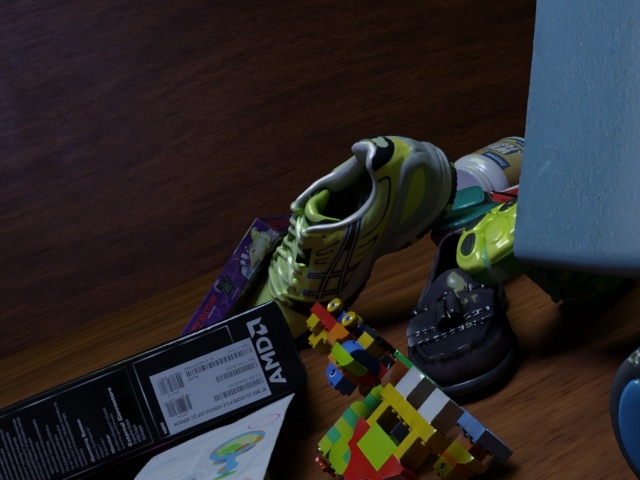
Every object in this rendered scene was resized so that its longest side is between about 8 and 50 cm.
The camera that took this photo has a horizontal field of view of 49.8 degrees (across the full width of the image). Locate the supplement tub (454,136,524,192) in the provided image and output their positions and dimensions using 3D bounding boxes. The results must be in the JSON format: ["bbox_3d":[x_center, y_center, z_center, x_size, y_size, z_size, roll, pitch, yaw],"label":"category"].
[{"bbox_3d":[0.341,-0.114,1.367,0.200,0.144,0.144,-26,7,-36],"label":"supplement tub"}]

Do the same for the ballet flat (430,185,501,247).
[{"bbox_3d":[0.226,-0.008,0.992,0.108,0.106,0.316,-16,8,19],"label":"ballet flat"}]

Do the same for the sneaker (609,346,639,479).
[{"bbox_3d":[0.301,0.031,0.280,0.341,0.125,0.140,-15,3,34],"label":"sneaker"}]

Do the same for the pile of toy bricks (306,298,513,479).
[{"bbox_3d":[0.037,0.133,0.506,0.105,0.118,0.212,-49,25,-2],"label":"pile of toy bricks"}]

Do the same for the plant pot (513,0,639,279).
[{"bbox_3d":[0.307,-0.083,0.448,0.248,0.247,0.252,2,6,-12],"label":"plant pot"}]

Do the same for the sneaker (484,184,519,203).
[{"bbox_3d":[0.323,-0.055,1.199,0.221,0.087,0.128,-24,5,-11],"label":"sneaker"}]

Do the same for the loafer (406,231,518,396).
[{"bbox_3d":[0.135,0.063,0.708,0.109,0.095,0.302,-20,6,17],"label":"loafer"}]

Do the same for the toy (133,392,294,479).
[{"bbox_3d":[-0.085,0.189,0.512,0.137,0.056,0.237,-23,-2,5],"label":"toy"}]

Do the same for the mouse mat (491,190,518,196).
[{"bbox_3d":[0.342,-0.048,1.000,0.153,0.007,0.189,14,5,-4],"label":"mouse mat"}]

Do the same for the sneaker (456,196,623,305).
[{"bbox_3d":[0.243,0.005,0.670,0.296,0.123,0.109,-12,-11,-46],"label":"sneaker"}]

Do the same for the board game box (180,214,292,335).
[{"bbox_3d":[-0.084,0.052,1.120,0.208,0.056,0.347,-60,-11,10],"label":"board game box"}]

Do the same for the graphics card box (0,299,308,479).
[{"bbox_3d":[-0.198,0.173,0.723,0.371,0.094,0.233,-23,-7,-6],"label":"graphics card box"}]

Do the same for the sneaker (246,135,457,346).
[{"bbox_3d":[0.000,0.000,0.918,0.147,0.145,0.384,19,-58,-40],"label":"sneaker"}]
